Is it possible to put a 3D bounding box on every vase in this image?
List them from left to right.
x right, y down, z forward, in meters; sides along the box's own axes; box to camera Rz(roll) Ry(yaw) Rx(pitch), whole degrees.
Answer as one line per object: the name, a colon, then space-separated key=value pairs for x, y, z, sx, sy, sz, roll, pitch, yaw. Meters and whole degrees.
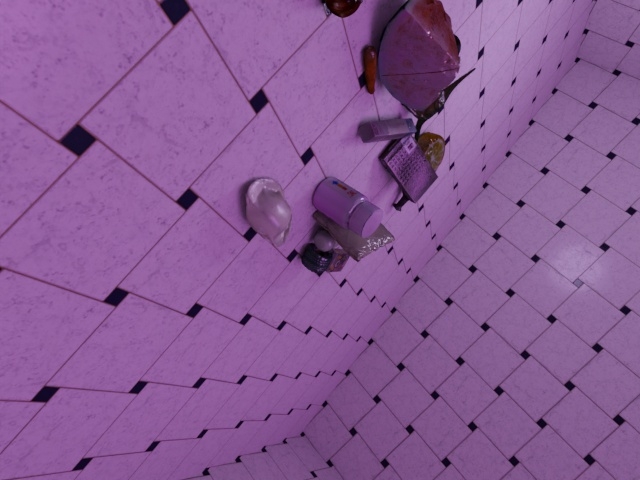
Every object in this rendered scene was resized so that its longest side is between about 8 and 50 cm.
vase: x=0.463 y=-0.234 z=2.166 sx=0.120 sy=0.120 sz=0.183 roll=-11 pitch=144 yaw=-53

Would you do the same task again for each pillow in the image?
pillow: x=0.143 y=-0.049 z=1.695 sx=0.280 sy=0.274 sz=0.076 roll=-25 pitch=155 yaw=-44

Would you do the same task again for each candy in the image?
candy: x=0.534 y=-0.419 z=2.047 sx=0.260 sy=0.118 sz=0.260 roll=-38 pitch=146 yaw=-31

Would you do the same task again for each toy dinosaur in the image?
toy dinosaur: x=0.493 y=-0.539 z=1.738 sx=0.301 sy=0.447 sz=0.087 roll=38 pitch=51 yaw=-36

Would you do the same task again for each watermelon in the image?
watermelon: x=0.331 y=-0.662 z=1.386 sx=0.292 sy=0.319 sz=0.222 roll=-27 pitch=-137 yaw=60

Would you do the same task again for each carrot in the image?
carrot: x=0.173 y=-0.572 z=1.380 sx=0.047 sy=0.047 sz=0.191 roll=-45 pitch=152 yaw=-16

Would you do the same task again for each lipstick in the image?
lipstick: x=0.276 y=-0.446 z=1.637 sx=0.068 sy=0.066 sz=0.317 roll=-21 pitch=180 yaw=45

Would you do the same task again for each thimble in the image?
thimble: x=-0.016 y=0.077 z=1.757 sx=0.090 sy=0.118 sz=0.135 roll=-59 pitch=162 yaw=19

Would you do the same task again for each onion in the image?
onion: x=0.064 y=-0.643 z=1.055 sx=0.117 sy=0.118 sz=0.119 roll=-47 pitch=152 yaw=-20

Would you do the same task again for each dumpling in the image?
dumpling: x=-0.164 y=-0.108 z=1.335 sx=0.252 sy=0.131 sz=0.179 roll=57 pitch=50 yaw=-40

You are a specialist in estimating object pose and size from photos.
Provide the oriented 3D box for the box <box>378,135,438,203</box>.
box: x=0.416 y=-0.338 z=1.881 sx=0.180 sy=0.047 sz=0.325 roll=-49 pitch=126 yaw=-3

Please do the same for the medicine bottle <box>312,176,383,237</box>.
medicine bottle: x=0.104 y=-0.127 z=1.558 sx=0.152 sy=0.254 sz=0.152 roll=-39 pitch=151 yaw=-27

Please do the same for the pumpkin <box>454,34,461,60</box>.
pumpkin: x=0.491 y=-0.733 z=1.607 sx=0.167 sy=0.125 sz=0.167 roll=-28 pitch=133 yaw=-35

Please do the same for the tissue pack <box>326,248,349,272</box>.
tissue pack: x=0.074 y=0.097 z=1.980 sx=0.148 sy=0.060 sz=0.109 roll=5 pitch=119 yaw=-60

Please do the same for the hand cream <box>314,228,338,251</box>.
hand cream: x=0.096 y=-0.043 z=1.794 sx=0.305 sy=0.147 sz=0.093 roll=-28 pitch=105 yaw=-42
